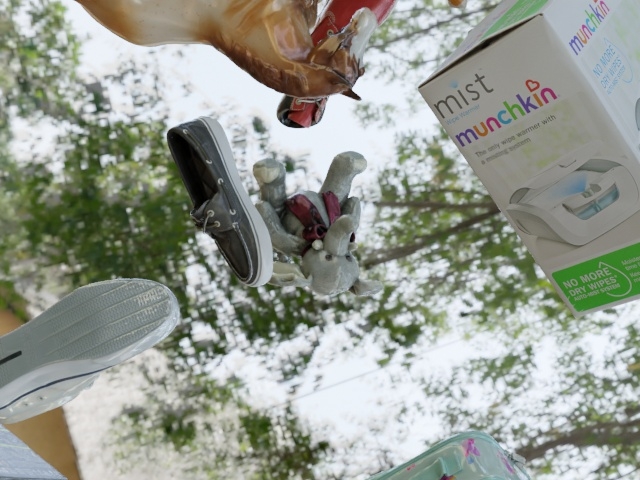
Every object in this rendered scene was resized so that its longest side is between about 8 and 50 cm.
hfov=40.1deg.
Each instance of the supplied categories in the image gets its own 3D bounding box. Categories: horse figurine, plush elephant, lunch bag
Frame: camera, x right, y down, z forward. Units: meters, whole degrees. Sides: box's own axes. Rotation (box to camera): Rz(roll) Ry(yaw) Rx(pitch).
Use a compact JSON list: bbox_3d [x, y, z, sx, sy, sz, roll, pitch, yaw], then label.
[{"bbox_3d":[-0.075,-0.175,0.552,0.066,0.263,0.175,80,27,-65],"label":"horse figurine"},{"bbox_3d":[0.000,0.000,1.830,0.255,0.271,0.330,41,-56,48],"label":"plush elephant"},{"bbox_3d":[0.181,0.398,1.287,0.224,0.279,0.108,46,19,-32],"label":"lunch bag"}]

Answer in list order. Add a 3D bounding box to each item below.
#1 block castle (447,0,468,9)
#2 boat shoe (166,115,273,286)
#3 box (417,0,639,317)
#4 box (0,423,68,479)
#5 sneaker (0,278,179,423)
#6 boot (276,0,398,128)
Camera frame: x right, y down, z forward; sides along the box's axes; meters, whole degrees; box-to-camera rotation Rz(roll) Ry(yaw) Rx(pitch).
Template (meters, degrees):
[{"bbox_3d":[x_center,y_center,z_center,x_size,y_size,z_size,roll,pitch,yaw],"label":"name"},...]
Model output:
[{"bbox_3d":[0.224,-0.447,1.094,0.303,0.452,0.213,53,50,-71],"label":"block castle"},{"bbox_3d":[-0.132,-0.045,1.094,0.080,0.076,0.229,-20,-92,47],"label":"boat shoe"},{"bbox_3d":[0.232,-0.111,0.726,0.126,0.262,0.231,-25,-75,44],"label":"box"},{"bbox_3d":[-0.526,0.324,1.339,0.216,0.060,0.270,34,-10,13],"label":"box"},{"bbox_3d":[-0.262,0.118,0.933,0.091,0.258,0.094,58,12,-60],"label":"sneaker"},{"bbox_3d":[0.020,-0.247,1.182,0.244,0.088,0.176,-35,-144,56],"label":"boot"}]
